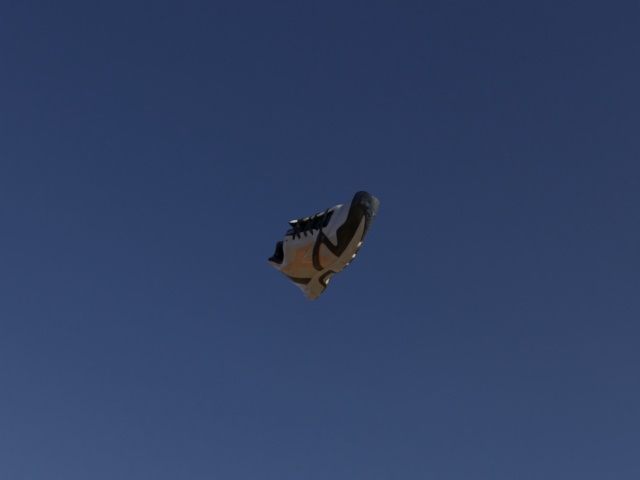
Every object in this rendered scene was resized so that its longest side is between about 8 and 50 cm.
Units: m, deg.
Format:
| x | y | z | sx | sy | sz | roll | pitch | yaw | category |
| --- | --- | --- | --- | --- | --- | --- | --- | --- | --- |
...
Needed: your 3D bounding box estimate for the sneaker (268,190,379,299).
| x | y | z | sx | sy | sz | roll | pitch | yaw | category |
| --- | --- | --- | --- | --- | --- | --- | --- | --- | --- |
| 0.000 | 0.000 | 0.778 | 0.044 | 0.040 | 0.109 | 34 | -39 | -5 | sneaker |
